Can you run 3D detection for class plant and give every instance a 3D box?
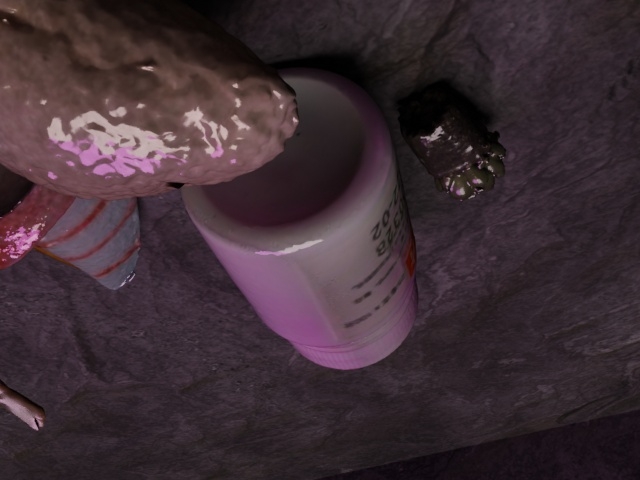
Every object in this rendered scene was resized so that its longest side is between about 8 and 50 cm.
[{"bbox_3d":[0.149,-0.108,0.928,0.092,0.095,0.143,-34,131,19],"label":"plant"}]

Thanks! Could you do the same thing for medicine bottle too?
[{"bbox_3d":[0.000,0.000,0.955,0.219,0.219,0.388,-10,151,9],"label":"medicine bottle"}]

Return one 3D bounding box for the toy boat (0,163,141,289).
[{"bbox_3d":[-0.289,-0.014,0.998,0.206,0.096,0.282,-41,148,0],"label":"toy boat"}]

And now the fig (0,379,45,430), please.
[{"bbox_3d":[-0.486,0.136,0.982,0.286,0.286,0.369,-26,118,33],"label":"fig"}]

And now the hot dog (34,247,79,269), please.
[{"bbox_3d":[-0.327,-0.006,1.070,0.066,0.047,0.215,-35,142,19],"label":"hot dog"}]

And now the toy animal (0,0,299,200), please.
[{"bbox_3d":[-0.204,-0.136,0.681,0.358,0.188,0.226,25,173,-11],"label":"toy animal"}]
